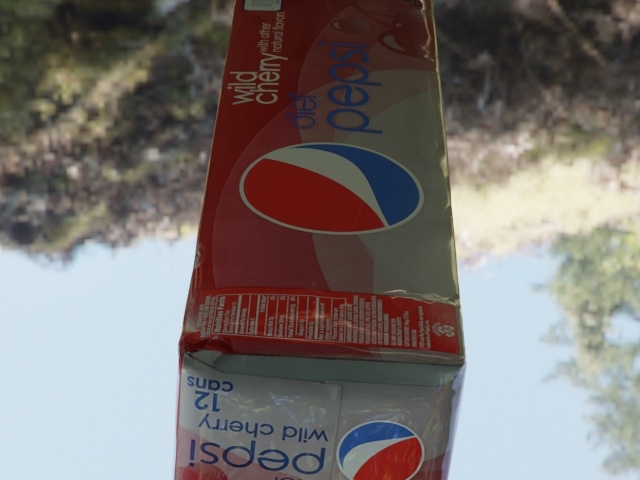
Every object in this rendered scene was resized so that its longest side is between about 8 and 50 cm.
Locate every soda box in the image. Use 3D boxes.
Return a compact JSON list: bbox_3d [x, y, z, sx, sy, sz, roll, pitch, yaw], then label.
[{"bbox_3d":[0.000,0.000,0.565,0.084,0.092,0.263,5,-148,-1],"label":"soda box"}]
